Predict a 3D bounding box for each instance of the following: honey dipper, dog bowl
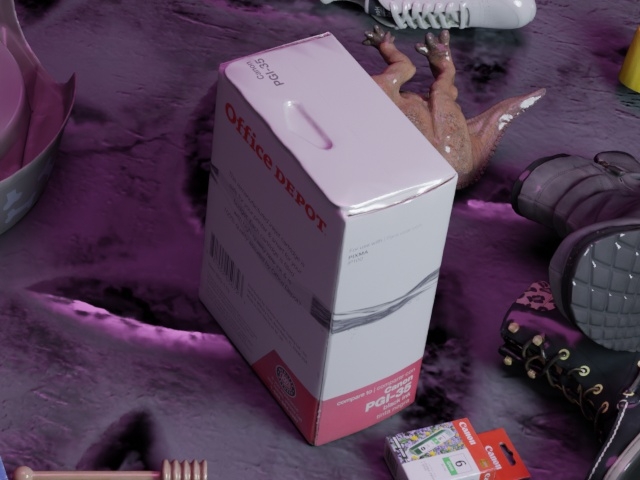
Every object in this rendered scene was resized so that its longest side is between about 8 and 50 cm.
[{"bbox_3d":[-0.174,0.196,1.596,0.160,0.030,0.030,0,45,-5],"label":"honey dipper"},{"bbox_3d":[-0.405,-0.117,1.824,0.348,0.102,0.349,4,45,-4],"label":"dog bowl"}]

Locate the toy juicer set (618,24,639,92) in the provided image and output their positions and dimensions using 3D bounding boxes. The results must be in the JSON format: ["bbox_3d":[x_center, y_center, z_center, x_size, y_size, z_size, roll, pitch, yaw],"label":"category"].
[{"bbox_3d":[0.494,-0.152,2.012,0.329,0.089,0.209,26,34,28],"label":"toy juicer set"}]

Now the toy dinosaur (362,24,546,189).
[{"bbox_3d":[0.082,-0.092,1.866,0.295,0.127,0.200,3,51,-22],"label":"toy dinosaur"}]

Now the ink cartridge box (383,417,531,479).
[{"bbox_3d":[0.118,0.185,1.646,0.115,0.029,0.063,-11,45,-18],"label":"ink cartridge box"}]

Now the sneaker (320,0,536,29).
[{"bbox_3d":[0.114,-0.262,2.072,0.235,0.090,0.095,17,58,14],"label":"sneaker"}]

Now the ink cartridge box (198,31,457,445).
[{"bbox_3d":[0.000,0.000,1.636,0.117,0.283,0.207,-20,51,-26],"label":"ink cartridge box"}]

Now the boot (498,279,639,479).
[{"bbox_3d":[0.226,0.132,1.678,0.178,0.085,0.236,24,38,18],"label":"boot"}]

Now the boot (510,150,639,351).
[{"bbox_3d":[0.251,-0.002,1.745,0.222,0.118,0.338,31,19,36],"label":"boot"}]

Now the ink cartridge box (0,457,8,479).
[{"bbox_3d":[-0.292,0.337,1.242,0.324,0.330,0.071,-25,21,-28],"label":"ink cartridge box"}]
